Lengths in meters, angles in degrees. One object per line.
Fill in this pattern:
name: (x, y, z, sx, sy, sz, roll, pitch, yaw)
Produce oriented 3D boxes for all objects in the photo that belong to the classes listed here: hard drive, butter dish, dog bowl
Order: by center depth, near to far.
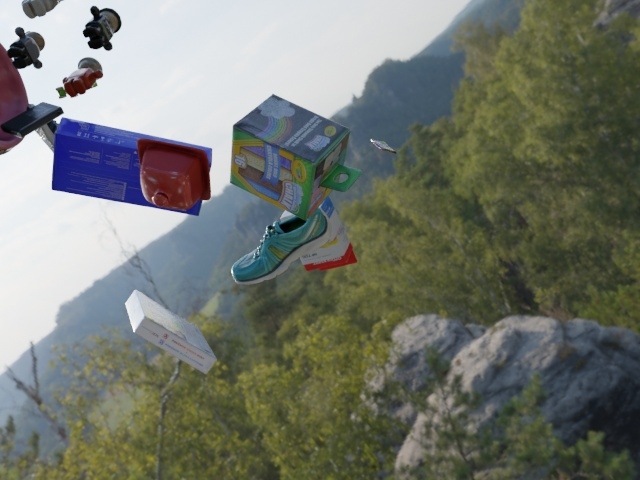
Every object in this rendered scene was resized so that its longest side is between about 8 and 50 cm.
butter dish: (-0.326, -0.121, 1.355, 0.160, 0.160, 0.118, 97, -175, -51)
hard drive: (-0.760, -0.320, 1.667, 0.094, 0.022, 0.135, 20, 48, 32)
dog bowl: (-0.958, -0.405, 1.721, 0.150, 0.408, 0.408, -11, 10, 8)

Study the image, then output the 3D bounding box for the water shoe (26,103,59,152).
water shoe: (-0.774, -0.318, 1.850, 0.073, 0.203, 0.080, -7, 31, 49)

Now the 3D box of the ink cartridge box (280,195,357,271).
ink cartridge box: (0.000, 0.000, 1.786, 0.134, 0.231, 0.078, -15, 26, 25)

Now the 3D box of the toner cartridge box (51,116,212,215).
toner cartridge box: (-0.445, -0.170, 1.500, 0.075, 0.347, 0.165, -98, 25, -47)

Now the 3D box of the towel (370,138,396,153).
towel: (0.193, -0.289, 1.934, 0.083, 0.060, 0.009, 54, 127, 51)

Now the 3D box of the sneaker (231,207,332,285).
sneaker: (-0.107, 0.003, 1.531, 0.275, 0.110, 0.107, -35, 43, 1)

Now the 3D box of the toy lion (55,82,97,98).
toy lion: (-0.691, -0.435, 1.806, 0.100, 0.034, 0.096, 7, 31, 38)

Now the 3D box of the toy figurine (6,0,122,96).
toy figurine: (-0.581, -0.462, 1.441, 0.213, 0.209, 0.148, -55, 19, 33)

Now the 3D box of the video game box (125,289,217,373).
video game box: (-0.334, 0.199, 1.399, 0.048, 0.187, 0.205, -52, 24, -4)

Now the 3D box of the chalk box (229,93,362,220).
chalk box: (-0.035, -0.138, 1.109, 0.132, 0.213, 0.132, -49, -19, -41)
